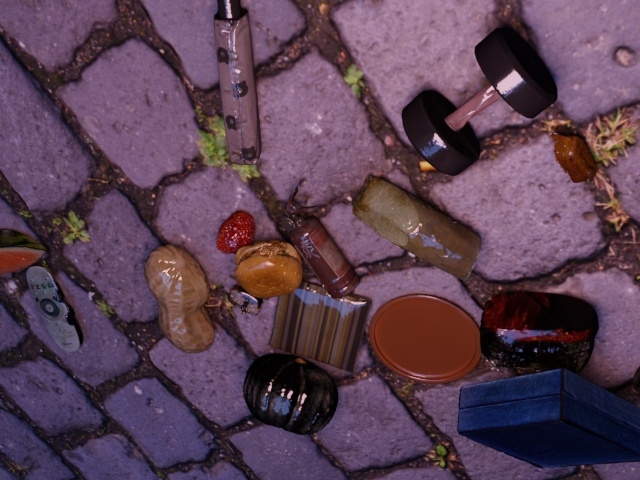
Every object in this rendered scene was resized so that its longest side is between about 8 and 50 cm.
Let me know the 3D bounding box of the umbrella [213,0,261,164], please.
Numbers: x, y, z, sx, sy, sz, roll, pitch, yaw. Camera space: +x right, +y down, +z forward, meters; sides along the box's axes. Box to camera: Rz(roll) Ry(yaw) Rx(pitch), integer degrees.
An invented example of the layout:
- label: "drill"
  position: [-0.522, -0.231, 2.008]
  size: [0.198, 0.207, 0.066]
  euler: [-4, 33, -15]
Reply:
- label: "umbrella"
  position: [-0.153, -0.298, 1.272]
  size: [0.067, 0.073, 0.337]
  euler: [-5, 121, -3]

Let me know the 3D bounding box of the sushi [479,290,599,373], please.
- label: "sushi"
  position: [0.429, 0.183, 1.366]
  size: [0.225, 0.136, 0.126]
  euler: [0, 129, 12]

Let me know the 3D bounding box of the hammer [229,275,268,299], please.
- label: "hammer"
  position: [-0.157, 0.101, 1.562]
  size: [0.110, 0.035, 0.019]
  euler: [20, 125, 15]

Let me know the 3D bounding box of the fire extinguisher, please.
- label: "fire extinguisher"
  position: [-0.001, -0.003, 1.417]
  size: [0.106, 0.075, 0.252]
  euler: [-26, 110, 24]

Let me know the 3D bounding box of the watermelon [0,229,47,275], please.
- label: "watermelon"
  position: [-0.782, 0.036, 1.701]
  size: [0.245, 0.063, 0.119]
  euler: [-22, 132, 23]

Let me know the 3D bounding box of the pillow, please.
- label: "pillow"
  position: [-0.005, 0.187, 1.552]
  size: [0.212, 0.052, 0.208]
  euler: [16, 122, 7]

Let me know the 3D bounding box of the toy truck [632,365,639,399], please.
- label: "toy truck"
  position: [0.716, 0.284, 1.320]
  size: [0.147, 0.165, 0.224]
  euler: [29, 126, -3]

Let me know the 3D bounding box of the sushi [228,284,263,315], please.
- label: "sushi"
  position: [-0.169, 0.134, 1.574]
  size: [0.083, 0.044, 0.046]
  euler: [28, 127, -4]

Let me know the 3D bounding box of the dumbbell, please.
- label: "dumbbell"
  position: [0.257, -0.225, 1.141]
  size: [0.152, 0.152, 0.218]
  euler: [43, 124, -12]

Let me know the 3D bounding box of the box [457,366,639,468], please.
- label: "box"
  position: [0.467, 0.367, 1.399]
  size: [0.279, 0.116, 0.261]
  euler: [29, 146, -27]

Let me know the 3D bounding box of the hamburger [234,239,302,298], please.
- label: "hamburger"
  position: [-0.105, 0.060, 1.443]
  size: [0.138, 0.083, 0.147]
  euler: [-16, 145, 11]

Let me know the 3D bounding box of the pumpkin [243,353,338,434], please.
- label: "pumpkin"
  position: [-0.066, 0.347, 1.581]
  size: [0.220, 0.220, 0.162]
  euler: [16, 89, 7]

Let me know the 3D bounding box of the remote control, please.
- label: "remote control"
  position: [-0.669, 0.173, 1.758]
  size: [0.097, 0.045, 0.256]
  euler: [-4, 117, 18]

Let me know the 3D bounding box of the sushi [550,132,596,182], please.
- label: "sushi"
  position: [0.433, -0.143, 1.198]
  size: [0.060, 0.061, 0.118]
  euler: [4, 128, 55]

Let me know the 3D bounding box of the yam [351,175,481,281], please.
- label: "yam"
  position: [0.185, -0.025, 1.329]
  size: [0.259, 0.106, 0.106]
  euler: [28, 126, -4]

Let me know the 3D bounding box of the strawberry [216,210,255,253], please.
- label: "strawberry"
  position: [-0.176, -0.014, 1.464]
  size: [0.083, 0.083, 0.097]
  euler: [17, 92, 6]

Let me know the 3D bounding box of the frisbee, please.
- label: "frisbee"
  position: [0.229, 0.217, 1.519]
  size: [0.250, 0.021, 0.251]
  euler: [8, 124, 12]

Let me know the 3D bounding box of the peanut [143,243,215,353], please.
- label: "peanut"
  position: [-0.312, 0.141, 1.580]
  size: [0.136, 0.120, 0.298]
  euler: [7, 126, 19]
